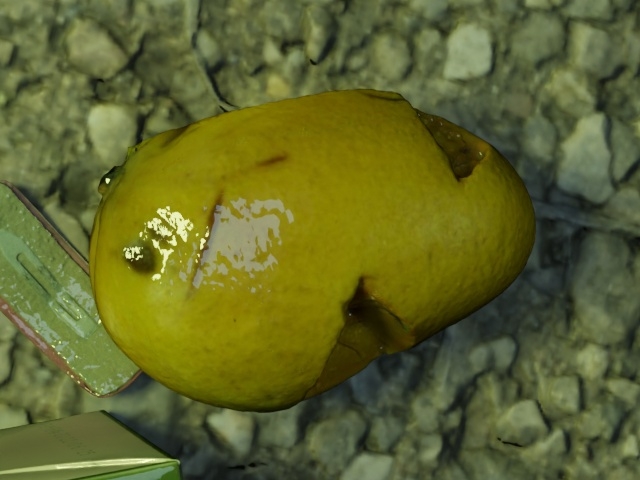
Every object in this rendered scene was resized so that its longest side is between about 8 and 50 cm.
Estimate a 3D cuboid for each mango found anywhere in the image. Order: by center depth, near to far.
[{"bbox_3d":[0.000,0.000,0.916,0.262,0.130,0.167,-17,99,-21],"label":"mango"}]

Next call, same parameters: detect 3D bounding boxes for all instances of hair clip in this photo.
[{"bbox_3d":[-0.150,0.027,0.921,0.137,0.022,0.054,46,77,-14],"label":"hair clip"}]

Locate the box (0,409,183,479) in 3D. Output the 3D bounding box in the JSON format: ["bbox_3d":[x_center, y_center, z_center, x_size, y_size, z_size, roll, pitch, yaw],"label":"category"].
[{"bbox_3d":[-0.164,0.180,0.830,0.177,0.195,0.148,-8,93,-18],"label":"box"}]
